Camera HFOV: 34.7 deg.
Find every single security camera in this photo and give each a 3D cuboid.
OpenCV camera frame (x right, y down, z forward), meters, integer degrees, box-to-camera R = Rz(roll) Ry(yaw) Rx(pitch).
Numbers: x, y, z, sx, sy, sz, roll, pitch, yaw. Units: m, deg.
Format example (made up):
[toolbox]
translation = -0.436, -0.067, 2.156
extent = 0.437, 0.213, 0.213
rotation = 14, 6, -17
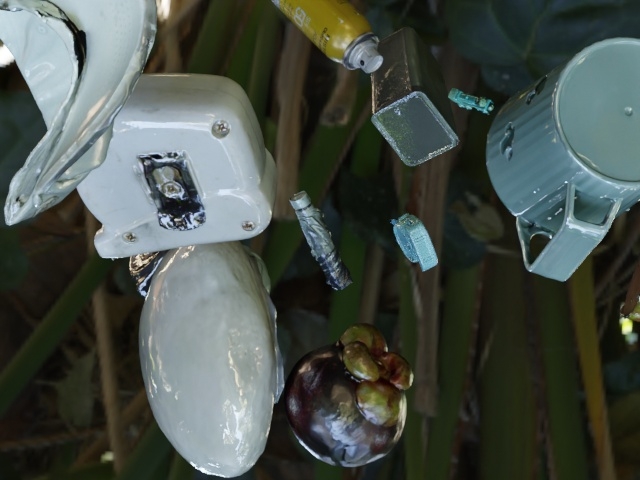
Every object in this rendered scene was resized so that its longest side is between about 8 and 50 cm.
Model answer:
[security camera]
translation = -0.217, 0.061, 2.027
extent = 0.277, 0.197, 0.191
rotation = 34, -164, -24

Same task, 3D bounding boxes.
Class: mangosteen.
[mangosteen]
translation = 0.045, 0.245, 1.570
extent = 0.209, 0.210, 0.210
rotation = 7, 171, 1

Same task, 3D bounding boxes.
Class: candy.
[candy]
translation = -0.198, 0.203, 1.747
extent = 0.186, 0.386, 0.427
rotation = -3, -141, -27

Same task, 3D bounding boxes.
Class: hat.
[hat]
translation = -0.240, -0.182, 0.963
extent = 0.301, 0.258, 0.168
rotation = -22, -175, 43

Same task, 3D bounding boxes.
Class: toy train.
[toy train]
translation = 0.276, -0.255, 1.868
extent = 0.045, 0.029, 0.092
rotation = 25, -179, -39

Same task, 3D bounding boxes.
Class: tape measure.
[tape measure]
translation = -0.200, -0.091, 1.362
extent = 0.258, 0.130, 0.265
rotation = -6, 133, 13

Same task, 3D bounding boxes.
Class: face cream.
[face cream]
translation = -0.007, -0.445, 1.970
extent = 0.349, 0.105, 0.105
rotation = 48, -173, 22

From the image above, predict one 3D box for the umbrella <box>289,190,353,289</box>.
[umbrella]
translation = 0.000, 0.000, 1.762
extent = 0.046, 0.188, 0.050
rotation = -19, -157, 22

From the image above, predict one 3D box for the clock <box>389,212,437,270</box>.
[clock]
translation = 0.190, -0.004, 2.148
extent = 0.045, 0.108, 0.147
rotation = -27, -157, -9

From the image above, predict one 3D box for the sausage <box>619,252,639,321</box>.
[sausage]
translation = 0.600, 0.088, 1.467
extent = 0.317, 0.125, 0.117
rotation = 13, 178, 3

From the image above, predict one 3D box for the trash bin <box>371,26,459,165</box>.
[trash bin]
translation = 0.183, -0.300, 2.086
extent = 0.122, 0.241, 0.164
rotation = -26, 132, 23

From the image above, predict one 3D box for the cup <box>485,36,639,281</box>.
[cup]
translation = 0.502, -0.144, 1.873
extent = 0.310, 0.401, 0.392
rotation = -12, 174, -5
